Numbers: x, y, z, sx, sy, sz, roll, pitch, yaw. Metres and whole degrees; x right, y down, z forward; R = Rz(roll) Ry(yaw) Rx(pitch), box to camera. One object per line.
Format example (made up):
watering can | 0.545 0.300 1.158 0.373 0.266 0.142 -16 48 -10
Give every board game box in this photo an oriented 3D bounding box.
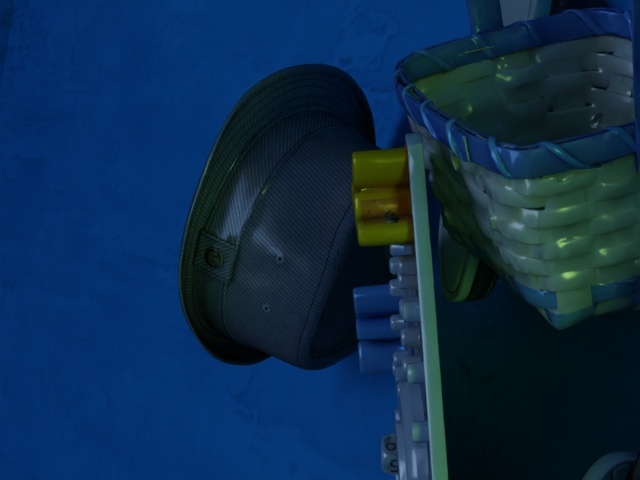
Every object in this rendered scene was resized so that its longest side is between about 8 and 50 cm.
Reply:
board game box | 0.057 0.170 1.330 0.390 0.050 0.390 86 -179 -73

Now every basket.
basket | 0.157 -0.112 1.229 0.255 0.201 0.289 -130 23 -58

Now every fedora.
fedora | 0.000 0.000 1.594 0.124 0.243 0.275 29 108 33

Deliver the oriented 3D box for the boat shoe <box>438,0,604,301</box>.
boat shoe | 0.150 -0.073 1.411 0.095 0.079 0.255 -164 86 -67

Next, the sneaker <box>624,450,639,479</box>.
sneaker | 0.246 0.130 1.153 0.124 0.107 0.283 -65 -6 -54

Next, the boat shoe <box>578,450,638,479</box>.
boat shoe | 0.169 0.245 1.255 0.076 0.083 0.226 24 105 63
